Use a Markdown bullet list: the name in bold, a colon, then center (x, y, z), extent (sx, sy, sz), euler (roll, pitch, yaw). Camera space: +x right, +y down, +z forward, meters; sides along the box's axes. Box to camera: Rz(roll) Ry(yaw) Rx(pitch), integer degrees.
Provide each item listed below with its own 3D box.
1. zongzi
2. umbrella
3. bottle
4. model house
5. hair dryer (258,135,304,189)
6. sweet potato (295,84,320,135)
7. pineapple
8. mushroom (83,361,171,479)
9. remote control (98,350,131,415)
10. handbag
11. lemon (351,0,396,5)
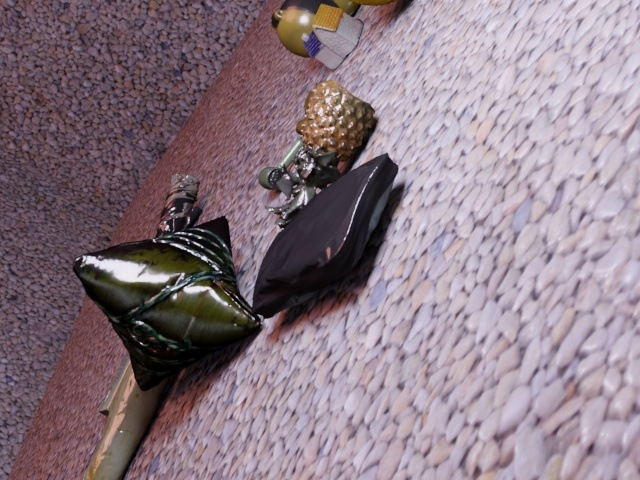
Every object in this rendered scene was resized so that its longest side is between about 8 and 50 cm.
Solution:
- **zongzi**: center (-0.235, 0.064, 1.839), extent (0.383, 0.319, 0.362), euler (112, -179, -67)
- **umbrella**: center (-0.392, -0.009, 2.726), extent (0.113, 0.106, 0.357), euler (128, 158, -61)
- **bottle**: center (0.015, -0.563, 2.295), extent (0.171, 0.172, 0.351), euler (-24, 40, 65)
- **model house**: center (0.019, -0.428, 2.148), extent (0.101, 0.100, 0.087), euler (-44, 22, 46)
- **hair dryer**: center (-0.061, -0.162, 2.044), extent (0.150, 0.047, 0.071), euler (-51, 16, -8)
- **sweet potato**: center (0.004, -0.244, 1.925), extent (0.074, 0.075, 0.269), euler (-63, 6, -14)
- **pineapple**: center (-0.007, -0.129, 1.661), extent (0.251, 0.125, 0.125), euler (-65, 15, 0)
- **mushroom**: center (-0.364, 0.332, 1.985), extent (0.333, 0.087, 0.107), euler (-65, 17, -12)
- **remote control**: center (-0.443, 0.296, 2.384), extent (0.098, 0.038, 0.233), euler (-26, 37, 65)
- **handbag**: center (-0.001, 0.001, 1.463), extent (0.332, 0.075, 0.191), euler (-36, 27, 59)
- **lemon**: center (0.107, -0.546, 1.858), extent (0.288, 0.234, 0.233), euler (-54, 14, 52)
